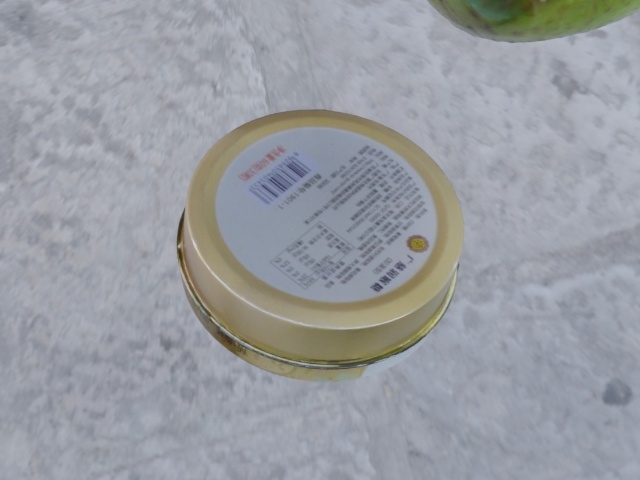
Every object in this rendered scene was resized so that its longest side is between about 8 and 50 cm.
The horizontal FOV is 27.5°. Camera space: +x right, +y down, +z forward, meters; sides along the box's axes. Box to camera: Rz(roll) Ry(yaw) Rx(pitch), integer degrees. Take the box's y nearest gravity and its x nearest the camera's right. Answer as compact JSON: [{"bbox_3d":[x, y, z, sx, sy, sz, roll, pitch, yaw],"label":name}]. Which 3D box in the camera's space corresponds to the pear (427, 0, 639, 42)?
[{"bbox_3d":[0.193,-0.233,0.899,0.238,0.255,0.164,6,135,26],"label":"pear"}]

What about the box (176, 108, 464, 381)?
[{"bbox_3d":[0.000,0.000,0.481,0.105,0.105,0.037,5,142,-5],"label":"box"}]
